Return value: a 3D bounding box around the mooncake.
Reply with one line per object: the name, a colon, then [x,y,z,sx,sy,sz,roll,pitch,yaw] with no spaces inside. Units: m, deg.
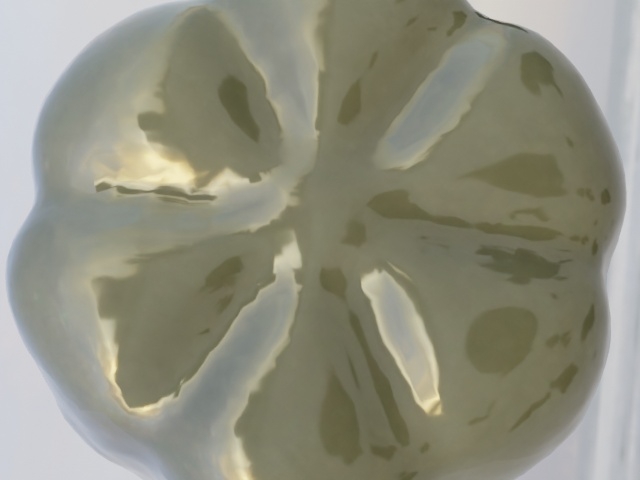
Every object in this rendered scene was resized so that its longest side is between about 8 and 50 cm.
mooncake: [0.000,0.000,0.622,0.135,0.275,0.275,98,179,-75]
